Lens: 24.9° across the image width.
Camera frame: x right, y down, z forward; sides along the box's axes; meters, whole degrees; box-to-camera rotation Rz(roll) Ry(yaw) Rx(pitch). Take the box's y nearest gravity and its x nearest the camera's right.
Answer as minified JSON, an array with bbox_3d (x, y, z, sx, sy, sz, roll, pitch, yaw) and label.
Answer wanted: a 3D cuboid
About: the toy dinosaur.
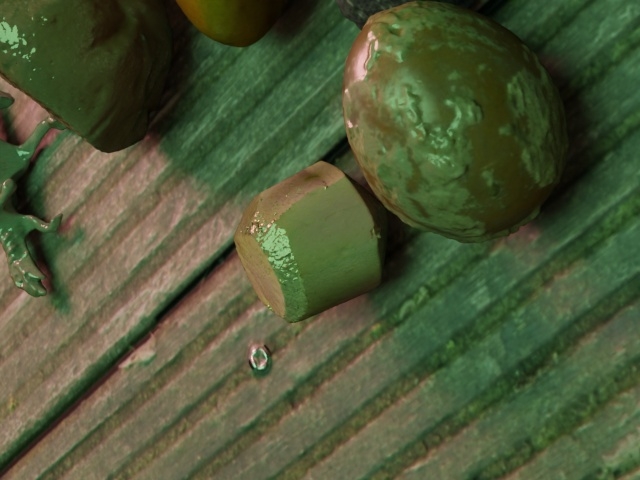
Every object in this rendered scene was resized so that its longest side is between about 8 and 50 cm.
[{"bbox_3d":[-0.421,-0.125,1.870,0.393,0.092,0.205,52,125,22],"label":"toy dinosaur"}]

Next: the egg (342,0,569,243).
[{"bbox_3d":[0.123,-0.113,1.347,0.203,0.203,0.245,-26,111,36],"label":"egg"}]

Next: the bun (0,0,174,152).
[{"bbox_3d":[-0.289,-0.255,1.671,0.281,0.281,0.205,35,87,33],"label":"bun"}]

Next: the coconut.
[{"bbox_3d":[0.000,0.000,1.498,0.147,0.152,0.147,56,163,27],"label":"coconut"}]

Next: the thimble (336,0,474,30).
[{"bbox_3d":[0.078,-0.276,1.422,0.097,0.150,0.150,-6,87,44],"label":"thimble"}]

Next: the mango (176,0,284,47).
[{"bbox_3d":[-0.132,-0.382,1.535,0.182,0.253,0.365,-12,92,5],"label":"mango"}]
